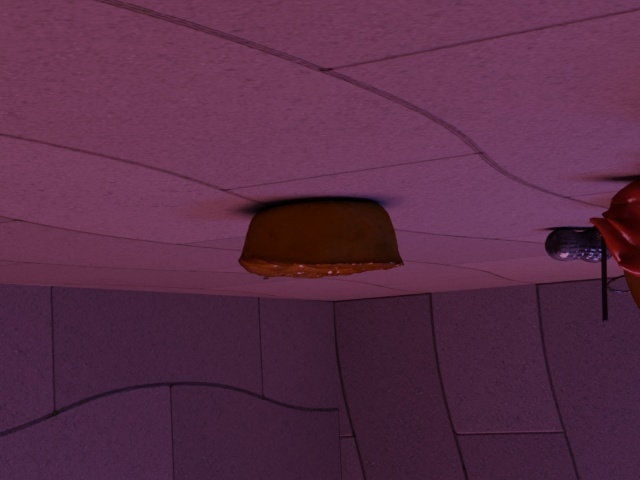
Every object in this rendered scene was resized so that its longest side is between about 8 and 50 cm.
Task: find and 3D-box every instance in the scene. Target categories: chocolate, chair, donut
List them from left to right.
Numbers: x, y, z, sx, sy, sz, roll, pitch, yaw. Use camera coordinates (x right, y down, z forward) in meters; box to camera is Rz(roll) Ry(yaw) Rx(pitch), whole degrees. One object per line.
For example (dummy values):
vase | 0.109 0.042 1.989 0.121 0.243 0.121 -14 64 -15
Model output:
donut | -0.002 0.000 1.972 0.278 0.108 0.277 -3 174 0
chocolate | 0.533 0.010 2.481 0.167 0.072 0.072 2 172 -23
chair | 0.587 0.044 2.338 0.104 0.221 0.095 0 150 -8

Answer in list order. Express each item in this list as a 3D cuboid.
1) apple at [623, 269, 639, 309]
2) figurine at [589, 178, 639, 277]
apple | 0.639 0.034 2.066 0.242 0.241 0.242 -18 175 -2
figurine | 0.524 -0.026 1.790 0.208 0.181 0.257 -43 175 -2
